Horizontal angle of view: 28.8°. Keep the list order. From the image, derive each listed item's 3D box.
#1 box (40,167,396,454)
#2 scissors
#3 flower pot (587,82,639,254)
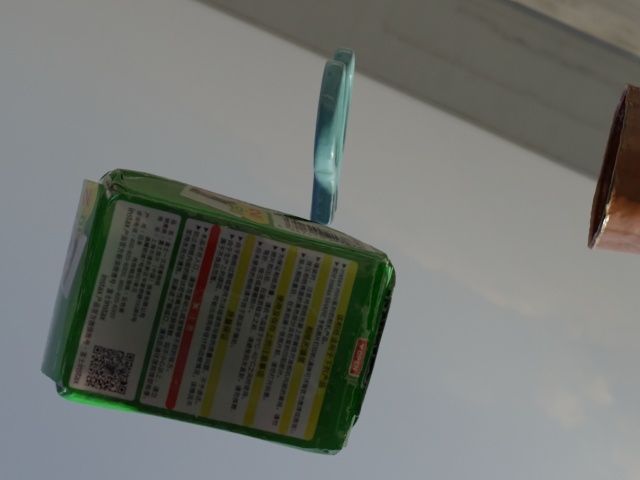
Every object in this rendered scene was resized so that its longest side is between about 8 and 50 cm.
[{"bbox_3d":[-0.078,0.055,0.960,0.250,0.180,0.103,16,179,-13],"label":"box"},{"bbox_3d":[0.000,0.000,1.468,0.029,0.447,0.192,7,-158,4],"label":"scissors"},{"bbox_3d":[0.398,-0.067,1.374,0.173,0.191,0.190,10,-171,8],"label":"flower pot"}]
